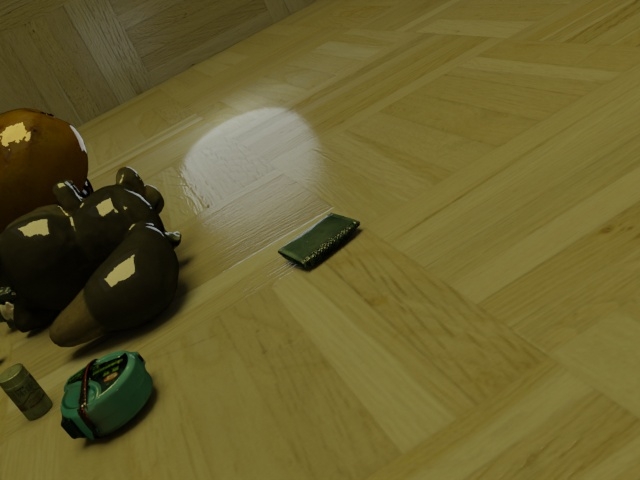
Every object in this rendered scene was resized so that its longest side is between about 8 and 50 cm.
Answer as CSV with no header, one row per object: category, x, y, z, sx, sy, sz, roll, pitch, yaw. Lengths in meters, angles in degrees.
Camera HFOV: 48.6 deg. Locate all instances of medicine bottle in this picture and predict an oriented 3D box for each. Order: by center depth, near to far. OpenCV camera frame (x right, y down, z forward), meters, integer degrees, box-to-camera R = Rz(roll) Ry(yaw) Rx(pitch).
medicine bottle,-0.468,0.239,1.125,0.047,0.083,0.047,-22,25,11

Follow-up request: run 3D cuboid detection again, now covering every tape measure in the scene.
tape measure,-0.308,0.217,1.022,0.125,0.081,0.146,-28,25,3

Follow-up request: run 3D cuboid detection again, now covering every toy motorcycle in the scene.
toy motorcycle,-0.666,0.112,1.546,0.150,0.102,0.221,-16,24,-6

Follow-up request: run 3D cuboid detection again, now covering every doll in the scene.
doll,-0.464,0.043,1.323,0.382,0.252,0.378,-33,25,0

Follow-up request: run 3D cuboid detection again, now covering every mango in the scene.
mango,-0.697,-0.100,1.554,0.446,0.232,0.300,-42,57,16

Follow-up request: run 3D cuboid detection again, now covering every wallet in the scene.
wallet,0.000,0.000,1.209,0.129,0.026,0.088,-36,31,-23

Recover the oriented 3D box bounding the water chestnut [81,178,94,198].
water chestnut,-0.727,-0.099,1.802,0.300,0.300,0.300,-21,25,11
